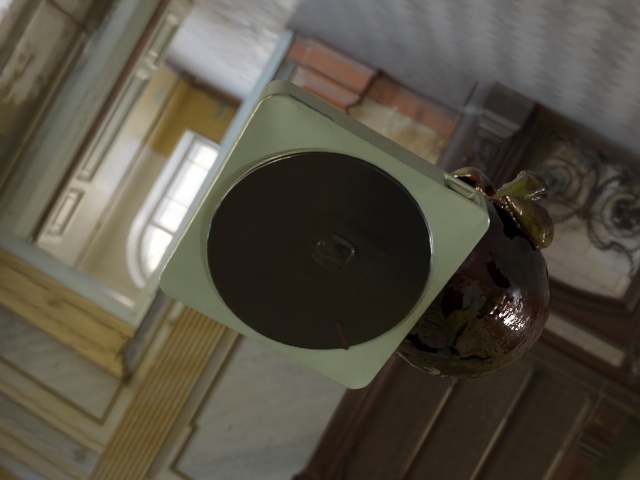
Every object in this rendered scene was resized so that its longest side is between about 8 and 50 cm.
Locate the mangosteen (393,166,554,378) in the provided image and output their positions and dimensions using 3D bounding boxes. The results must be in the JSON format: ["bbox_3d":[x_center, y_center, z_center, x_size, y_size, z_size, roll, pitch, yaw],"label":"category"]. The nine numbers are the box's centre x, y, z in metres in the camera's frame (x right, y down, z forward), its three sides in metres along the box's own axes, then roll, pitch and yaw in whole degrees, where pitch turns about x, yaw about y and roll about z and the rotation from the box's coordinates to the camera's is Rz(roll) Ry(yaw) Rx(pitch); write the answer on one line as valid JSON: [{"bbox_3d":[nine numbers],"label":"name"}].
[{"bbox_3d":[0.188,0.045,1.273,0.297,0.293,0.297,39,-147,-32],"label":"mangosteen"}]

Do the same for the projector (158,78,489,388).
[{"bbox_3d":[0.000,0.000,0.952,0.257,0.259,0.079,29,-155,-11],"label":"projector"}]
